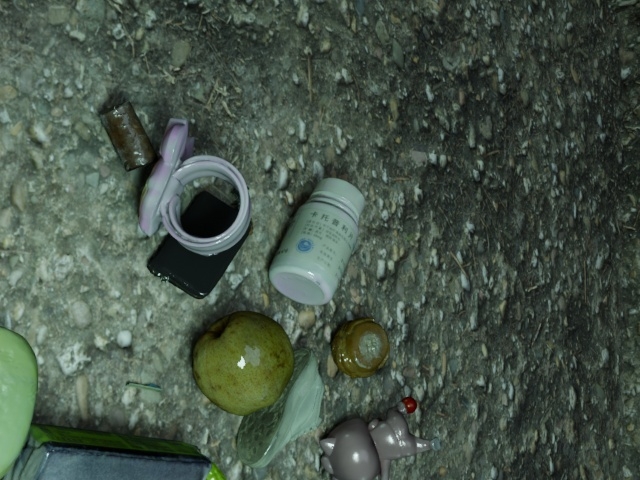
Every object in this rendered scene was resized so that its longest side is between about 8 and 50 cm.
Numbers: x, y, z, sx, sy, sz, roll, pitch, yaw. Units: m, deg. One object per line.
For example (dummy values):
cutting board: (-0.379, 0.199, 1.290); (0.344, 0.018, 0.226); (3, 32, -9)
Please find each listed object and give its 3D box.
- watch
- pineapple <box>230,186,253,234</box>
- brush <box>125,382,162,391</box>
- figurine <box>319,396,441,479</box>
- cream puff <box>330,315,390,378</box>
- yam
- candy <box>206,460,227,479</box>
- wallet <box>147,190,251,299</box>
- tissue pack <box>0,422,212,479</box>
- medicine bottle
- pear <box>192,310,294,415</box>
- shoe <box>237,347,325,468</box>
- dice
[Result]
watch: (-0.246, -0.098, 1.766); (0.217, 0.211, 0.248); (19, 79, 2)
pineapple: (-0.181, -0.072, 1.960); (0.058, 0.058, 0.124); (11, 74, -44)
brush: (-0.362, 0.299, 1.731); (0.083, 0.016, 0.013); (20, 56, -42)
figurine: (0.137, 0.507, 2.082); (0.287, 0.186, 0.176); (-26, 91, -10)
cream puff: (0.096, 0.274, 2.136); (0.165, 0.115, 0.150); (-3, 77, -37)
yam: (-0.398, -0.214, 1.749); (0.079, 0.079, 0.141); (-36, 108, -43)
candy: (-0.217, 0.565, 1.775); (0.096, 0.096, 0.209); (-15, 90, -46)
wallet: (-0.259, 0.013, 1.841); (0.149, 0.044, 0.250); (32, 54, -5)
tissue pack: (-0.403, 0.480, 1.483); (0.394, 0.124, 0.288); (26, 89, -52)
medicine bottle: (0.000, 0.000, 2.051); (0.170, 0.170, 0.293); (46, 53, -30)
pear: (-0.166, 0.252, 1.815); (0.228, 0.188, 0.211); (-57, 134, -36)
shoe: (-0.069, 0.410, 1.943); (0.159, 0.124, 0.316); (54, 49, -33)
dice: (-0.612, 0.249, 1.315); (0.254, 0.250, 0.252); (23, 67, -41)
